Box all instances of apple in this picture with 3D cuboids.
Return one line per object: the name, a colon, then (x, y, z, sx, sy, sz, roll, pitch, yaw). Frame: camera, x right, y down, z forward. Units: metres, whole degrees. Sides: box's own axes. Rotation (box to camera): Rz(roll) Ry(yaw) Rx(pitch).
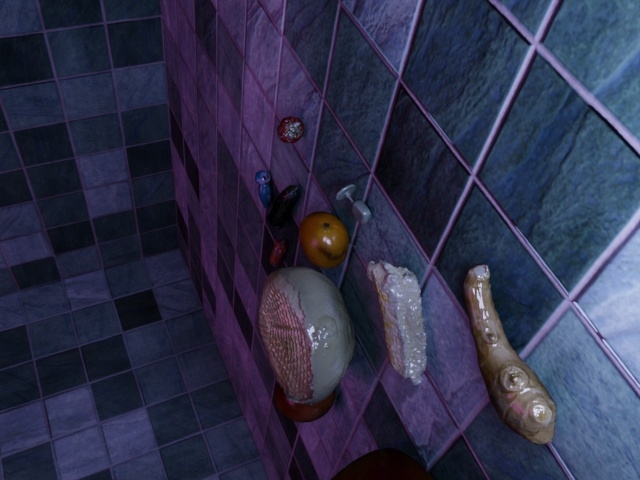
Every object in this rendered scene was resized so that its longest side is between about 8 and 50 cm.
apple: (-0.048, 0.471, 1.939, 0.168, 0.181, 0.181, 127, 124, -68)

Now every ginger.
ginger: (0.289, 0.180, 1.004, 0.131, 0.086, 0.294, 66, -174, -71)

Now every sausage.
sausage: (-0.134, 0.036, 2.036, 0.145, 0.048, 0.050, 118, 170, -60)

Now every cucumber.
cucumber: (-0.111, -0.098, 1.846, 0.245, 0.067, 0.067, 124, 127, -66)

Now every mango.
mango: (0.000, 0.000, 1.567, 0.219, 0.112, 0.144, 171, 80, -74)

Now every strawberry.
strawberry: (-0.078, -0.285, 1.627, 0.083, 0.073, 0.073, -128, 26, -78)

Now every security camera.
security camera: (0.081, -0.079, 1.406, 0.092, 0.058, 0.058, 53, 154, 17)

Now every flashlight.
flashlight: (-0.179, -0.164, 2.004, 0.051, 0.051, 0.129, 52, 155, 45)

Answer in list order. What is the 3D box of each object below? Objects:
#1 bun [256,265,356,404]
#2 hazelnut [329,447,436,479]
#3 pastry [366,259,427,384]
bun: (-0.020, 0.242, 1.672, 0.364, 0.202, 0.364, 35, 130, 56)
hazelnut: (0.125, 0.680, 1.420, 0.421, 0.353, 0.420, 16, -90, -80)
pastry: (0.162, 0.157, 1.297, 0.121, 0.089, 0.258, 13, 116, 62)
